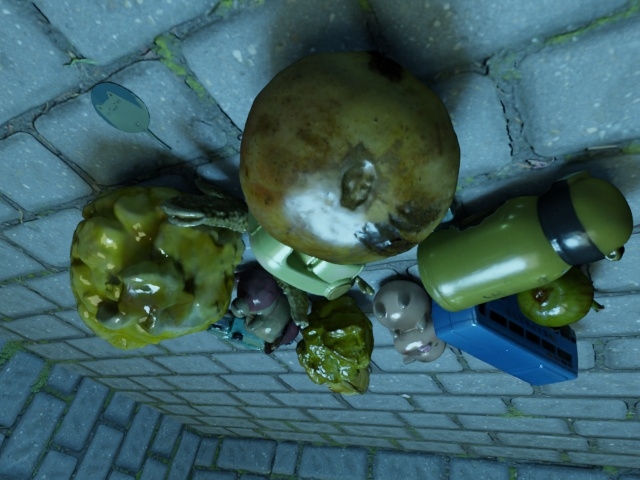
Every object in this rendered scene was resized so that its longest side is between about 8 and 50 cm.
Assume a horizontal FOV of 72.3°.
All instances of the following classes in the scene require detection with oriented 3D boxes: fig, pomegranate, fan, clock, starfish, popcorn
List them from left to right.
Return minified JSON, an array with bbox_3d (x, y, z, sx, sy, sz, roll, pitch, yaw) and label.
[{"bbox_3d":[-0.361,-0.232,0.851,0.113,0.005,0.175,-20,131,37],"label":"fan"},{"bbox_3d":[-0.364,0.052,0.977,0.390,0.343,0.355,-30,82,51],"label":"popcorn"},{"bbox_3d":[-0.102,0.012,0.897,0.432,0.324,0.082,38,106,-17],"label":"starfish"},{"bbox_3d":[0.000,0.000,0.870,0.307,0.235,0.096,31,120,-33],"label":"clock"},{"bbox_3d":[0.042,-0.114,0.645,0.321,0.323,0.322,9,144,6],"label":"pomegranate"},{"bbox_3d":[0.514,0.105,0.935,0.147,0.186,0.142,23,124,40],"label":"fig"}]

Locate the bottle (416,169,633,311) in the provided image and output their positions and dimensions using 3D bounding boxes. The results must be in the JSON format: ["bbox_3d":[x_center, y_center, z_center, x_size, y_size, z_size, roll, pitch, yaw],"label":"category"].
[{"bbox_3d":[0.365,0.004,0.802,0.171,0.172,0.351,35,137,-27],"label":"bottle"}]

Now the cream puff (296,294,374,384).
[{"bbox_3d":[0.034,0.270,1.207,0.243,0.244,0.196,-5,141,24],"label":"cream puff"}]

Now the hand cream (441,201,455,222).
[{"bbox_3d":[0.179,-0.056,0.883,0.174,0.046,0.095,-5,142,34],"label":"hand cream"}]

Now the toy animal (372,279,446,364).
[{"bbox_3d":[0.233,0.211,1.133,0.166,0.154,0.250,-24,113,27],"label":"toy animal"}]

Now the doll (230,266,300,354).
[{"bbox_3d":[-0.153,0.198,1.217,0.152,0.196,0.256,-10,132,28],"label":"doll"}]

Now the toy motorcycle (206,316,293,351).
[{"bbox_3d":[-0.241,0.309,1.477,0.296,0.110,0.198,16,154,-7],"label":"toy motorcycle"}]

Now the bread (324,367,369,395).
[{"bbox_3d":[0.080,0.470,1.551,0.190,0.132,0.114,36,141,-24],"label":"bread"}]

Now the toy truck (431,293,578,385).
[{"bbox_3d":[0.446,0.212,1.057,0.384,0.163,0.161,29,143,-19],"label":"toy truck"}]
